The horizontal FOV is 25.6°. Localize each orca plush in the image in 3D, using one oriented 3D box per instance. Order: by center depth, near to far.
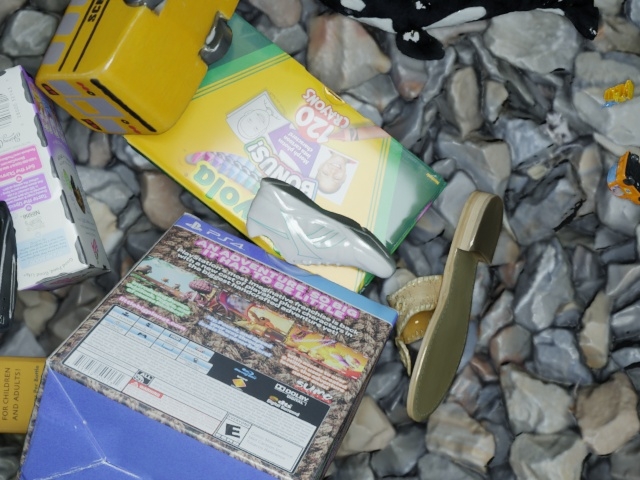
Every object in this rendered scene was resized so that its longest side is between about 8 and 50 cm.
[{"bbox_3d":[0.140,-0.252,1.394,0.287,0.102,0.151,18,86,-1],"label":"orca plush"}]

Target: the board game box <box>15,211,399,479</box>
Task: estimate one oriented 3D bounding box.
[{"bbox_3d":[-0.091,0.136,1.247,0.232,0.291,0.141,25,121,7],"label":"board game box"}]

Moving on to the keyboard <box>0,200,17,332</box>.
[{"bbox_3d":[-0.401,0.063,1.307,0.317,0.033,0.202,1,80,35],"label":"keyboard"}]

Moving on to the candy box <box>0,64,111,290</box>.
[{"bbox_3d":[-0.271,-0.053,1.336,0.070,0.165,0.196,-19,88,-2],"label":"candy box"}]

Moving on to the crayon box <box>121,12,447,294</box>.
[{"bbox_3d":[-0.036,-0.076,1.388,0.278,0.081,0.165,38,86,0],"label":"crayon box"}]

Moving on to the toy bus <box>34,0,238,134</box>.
[{"bbox_3d":[-0.139,-0.267,1.341,0.130,0.108,0.333,5,65,39],"label":"toy bus"}]

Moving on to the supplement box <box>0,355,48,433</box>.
[{"bbox_3d":[-0.317,0.150,1.368,0.233,0.080,0.078,1,84,0],"label":"supplement box"}]

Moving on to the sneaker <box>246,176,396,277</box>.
[{"bbox_3d":[0.000,0.000,1.324,0.152,0.054,0.061,29,102,2],"label":"sneaker"}]

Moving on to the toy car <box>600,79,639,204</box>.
[{"bbox_3d":[0.312,-0.096,1.436,0.040,0.060,0.122,-14,65,39],"label":"toy car"}]

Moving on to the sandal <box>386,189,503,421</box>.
[{"bbox_3d":[0.107,0.059,1.404,0.079,0.088,0.240,15,78,30],"label":"sandal"}]
